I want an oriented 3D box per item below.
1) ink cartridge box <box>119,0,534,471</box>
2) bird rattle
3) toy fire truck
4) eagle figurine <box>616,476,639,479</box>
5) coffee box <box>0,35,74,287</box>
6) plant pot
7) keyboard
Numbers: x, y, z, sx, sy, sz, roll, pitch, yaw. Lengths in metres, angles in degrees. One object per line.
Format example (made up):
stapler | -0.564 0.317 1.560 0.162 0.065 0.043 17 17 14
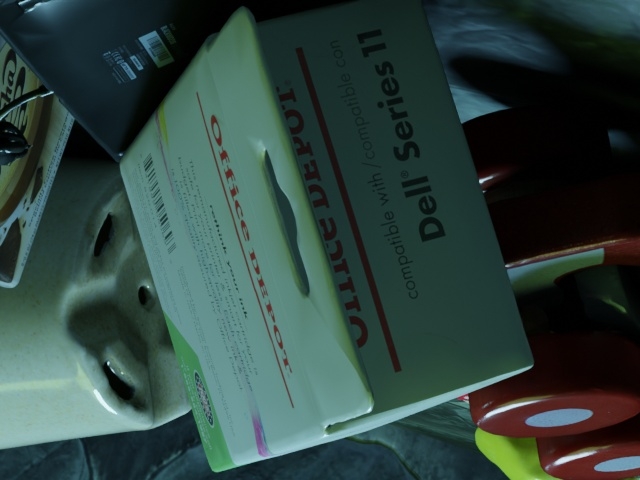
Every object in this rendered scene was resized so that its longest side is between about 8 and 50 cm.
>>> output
ink cartridge box | 0.000 0.000 1.043 0.119 0.207 0.353 -16 175 -16
bird rattle | 0.196 0.146 2.044 0.207 0.143 0.253 -10 141 45
toy fire truck | 0.216 0.018 1.114 0.253 0.169 0.302 -14 158 20
eagle figurine | 0.346 0.162 1.675 0.226 0.225 0.298 -22 155 -31
coffee box | -0.249 -0.088 1.206 0.118 0.168 0.297 16 171 9
plant pot | -0.262 0.048 1.700 0.305 0.334 0.334 -3 161 32
keyboard | -0.129 -0.099 1.066 0.201 0.033 0.317 -24 166 1
